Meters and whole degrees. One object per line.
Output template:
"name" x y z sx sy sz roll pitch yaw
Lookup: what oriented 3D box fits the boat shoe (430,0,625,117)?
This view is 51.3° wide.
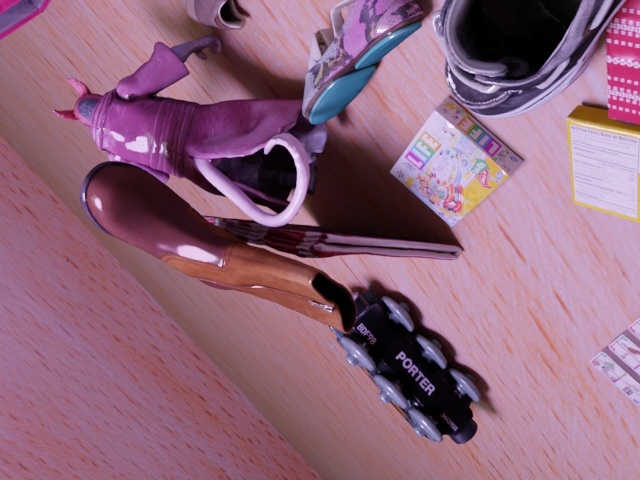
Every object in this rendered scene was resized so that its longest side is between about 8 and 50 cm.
"boat shoe" 0.131 -0.162 0.457 0.121 0.119 0.335 54 170 8

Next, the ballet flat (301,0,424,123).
"ballet flat" 0.029 -0.202 0.698 0.079 0.077 0.221 62 153 4

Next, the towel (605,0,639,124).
"towel" 0.268 -0.165 0.394 0.199 0.031 0.274 26 152 38

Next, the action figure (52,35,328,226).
"action figure" -0.185 -0.121 0.890 0.371 0.275 0.248 14 123 -1

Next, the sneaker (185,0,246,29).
"sneaker" -0.121 -0.319 0.764 0.071 0.066 0.188 22 160 8

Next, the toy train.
"toy train" 0.139 0.223 1.184 0.334 0.142 0.190 47 167 -9

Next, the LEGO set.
"LEGO set" 0.436 0.183 0.736 0.244 0.060 0.182 45 163 21

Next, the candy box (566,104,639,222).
"candy box" 0.305 -0.045 0.547 0.206 0.027 0.105 24 149 39

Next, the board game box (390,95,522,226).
"board game box" 0.146 -0.083 0.752 0.103 0.026 0.154 42 158 5

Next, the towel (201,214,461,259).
"towel" 0.000 0.000 0.949 0.237 0.037 0.329 4 -177 -36

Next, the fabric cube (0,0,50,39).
"fabric cube" -0.629 -0.456 1.104 0.258 0.259 0.254 53 157 -22

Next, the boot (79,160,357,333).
"boot" -0.117 0.017 0.786 0.281 0.096 0.264 20 158 35
